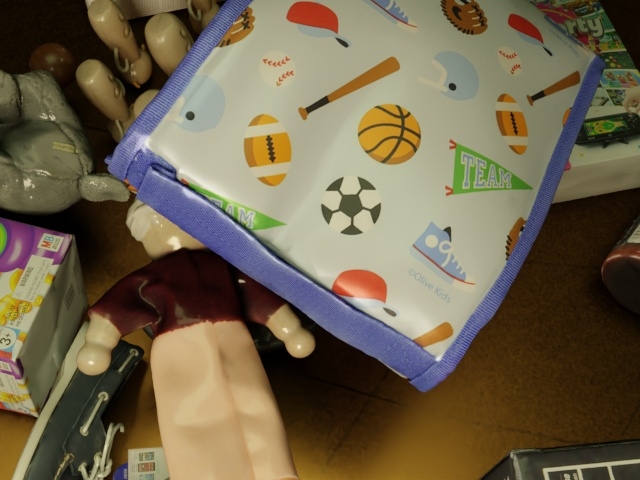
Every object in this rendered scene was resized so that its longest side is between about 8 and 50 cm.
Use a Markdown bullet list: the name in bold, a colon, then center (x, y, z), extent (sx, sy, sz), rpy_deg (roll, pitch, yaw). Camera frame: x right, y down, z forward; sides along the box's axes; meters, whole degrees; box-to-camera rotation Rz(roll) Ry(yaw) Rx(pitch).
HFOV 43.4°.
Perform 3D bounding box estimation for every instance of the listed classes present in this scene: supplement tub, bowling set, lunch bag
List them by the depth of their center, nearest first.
- **lunch bag**: center (0.038, -0.096, 0.738), extent (0.328, 0.239, 0.385), rpy_deg (34, 52, -6)
- **supplement tub**: center (0.420, -0.007, 0.938), extent (0.106, 0.106, 0.198), rpy_deg (39, 64, 14)
- **bowling set**: center (-0.226, -0.201, 0.969), extent (0.200, 0.154, 0.286), rpy_deg (-1, 62, 14)

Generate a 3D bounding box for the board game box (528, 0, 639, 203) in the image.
- **board game box**: center (0.277, -0.200, 1.032), extent (0.224, 0.097, 0.303), rpy_deg (-11, 63, -13)

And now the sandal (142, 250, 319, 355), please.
- **sandal**: center (0.003, 0.001, 0.892), extent (0.446, 0.107, 0.167), rpy_deg (-34, 68, -27)

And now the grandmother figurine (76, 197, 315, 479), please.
- **grandmother figurine**: center (-0.112, 0.086, 0.719), extent (0.208, 0.104, 0.342), rpy_deg (3, 57, -32)

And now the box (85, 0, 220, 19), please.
- **box**: center (-0.191, -0.430, 1.126), extent (0.322, 0.058, 0.232), rpy_deg (-15, 65, -15)

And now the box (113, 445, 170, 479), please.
- **box**: center (-0.134, 0.242, 0.786), extent (0.136, 0.028, 0.081), rpy_deg (-3, 62, -10)

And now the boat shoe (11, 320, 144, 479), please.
- **boat shoe**: center (-0.228, 0.186, 0.749), extent (0.079, 0.095, 0.254), rpy_deg (22, 34, -12)

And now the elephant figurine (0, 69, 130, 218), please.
- **elephant figurine**: center (-0.344, -0.074, 0.869), extent (0.169, 0.239, 0.186), rpy_deg (-15, 79, -35)

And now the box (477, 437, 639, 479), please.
- **box**: center (0.300, 0.319, 0.654), extent (0.294, 0.182, 0.296), rpy_deg (-3, 62, -7)

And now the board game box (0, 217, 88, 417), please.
- **board game box**: center (-0.390, 0.054, 0.783), extent (0.275, 0.144, 0.142), rpy_deg (14, 56, 0)
